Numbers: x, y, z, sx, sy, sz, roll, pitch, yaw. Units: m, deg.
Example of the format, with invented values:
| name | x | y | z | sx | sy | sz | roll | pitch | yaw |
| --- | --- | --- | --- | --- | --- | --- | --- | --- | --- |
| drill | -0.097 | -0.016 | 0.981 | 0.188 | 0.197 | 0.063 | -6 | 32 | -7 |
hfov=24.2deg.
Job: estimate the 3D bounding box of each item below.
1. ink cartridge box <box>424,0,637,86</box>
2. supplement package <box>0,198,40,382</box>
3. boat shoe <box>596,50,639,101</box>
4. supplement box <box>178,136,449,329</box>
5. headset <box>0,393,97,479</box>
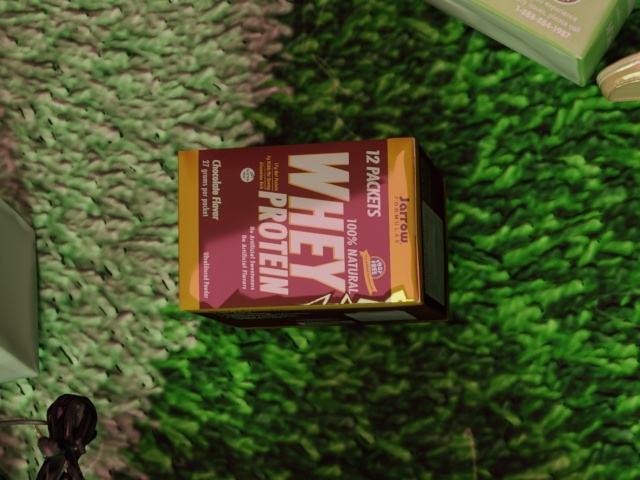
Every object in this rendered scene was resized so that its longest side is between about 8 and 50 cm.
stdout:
| name | x | y | z | sx | sy | sz | roll | pitch | yaw |
| --- | --- | --- | --- | --- | --- | --- | --- | --- | --- |
| ink cartridge box | 0.228 | -0.338 | 1.272 | 0.207 | 0.119 | 0.353 | 32 | 91 | 14 |
| supplement package | -0.375 | 0.042 | 1.294 | 0.203 | 0.194 | 0.149 | -11 | 66 | 10 |
| boat shoe | 0.320 | -0.133 | 1.256 | 0.170 | 0.063 | 0.059 | -9 | 75 | 9 |
| supplement box | 0.000 | 0.000 | 1.236 | 0.191 | 0.194 | 0.129 | -3 | 82 | 11 |
| headset | -0.354 | 0.229 | 1.238 | 0.394 | 0.243 | 0.185 | -26 | 37 | 16 |
